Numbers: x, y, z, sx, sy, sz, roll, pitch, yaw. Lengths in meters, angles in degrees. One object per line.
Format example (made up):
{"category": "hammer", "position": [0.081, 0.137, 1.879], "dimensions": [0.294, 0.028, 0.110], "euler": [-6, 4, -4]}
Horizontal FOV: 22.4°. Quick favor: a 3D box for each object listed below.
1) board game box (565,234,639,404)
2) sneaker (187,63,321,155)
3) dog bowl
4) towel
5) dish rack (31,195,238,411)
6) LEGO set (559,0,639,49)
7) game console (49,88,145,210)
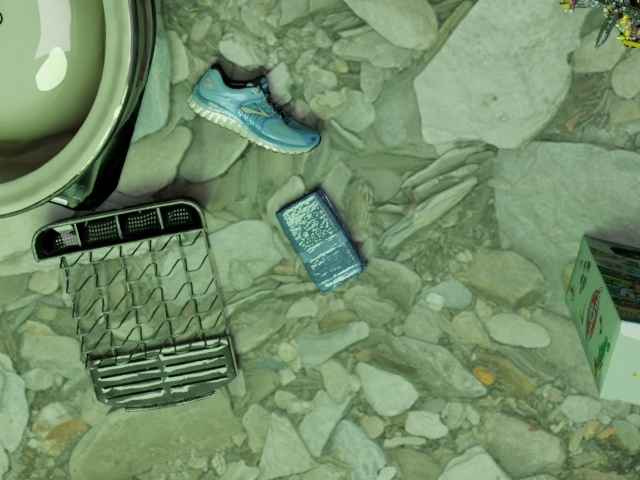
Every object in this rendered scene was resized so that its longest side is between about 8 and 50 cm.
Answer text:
{"category": "board game box", "position": [0.409, 0.103, 1.815], "dimensions": [0.224, 0.303, 0.097], "euler": [12, 108, -3]}
{"category": "sneaker", "position": [-0.070, -0.153, 1.872], "dimensions": [0.162, 0.063, 0.073], "euler": [25, 104, -7]}
{"category": "dog bowl", "position": [-0.356, -0.234, 1.706], "dimensions": [0.408, 0.150, 0.408], "euler": [4, 105, 17]}
{"category": "towel", "position": [0.000, 0.000, 1.937], "dimensions": [0.067, 0.029, 0.119], "euler": [-28, 106, 10]}
{"category": "dish rack", "position": [-0.213, 0.083, 1.946], "dimensions": [0.208, 0.074, 0.271], "euler": [-10, 108, 6]}
{"category": "LEGO set", "position": [0.424, -0.337, 1.730], "dimensions": [0.255, 0.192, 0.331], "euler": [20, 107, -5]}
{"category": "game console", "position": [-0.393, -0.176, 1.884], "dimensions": [0.361, 0.044, 0.213], "euler": [17, 106, -4]}
